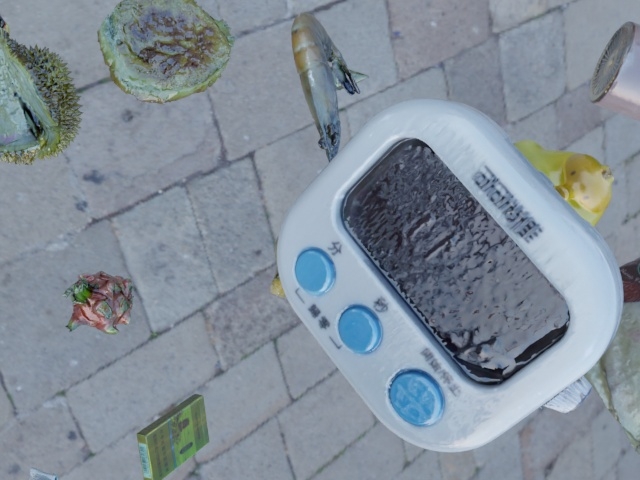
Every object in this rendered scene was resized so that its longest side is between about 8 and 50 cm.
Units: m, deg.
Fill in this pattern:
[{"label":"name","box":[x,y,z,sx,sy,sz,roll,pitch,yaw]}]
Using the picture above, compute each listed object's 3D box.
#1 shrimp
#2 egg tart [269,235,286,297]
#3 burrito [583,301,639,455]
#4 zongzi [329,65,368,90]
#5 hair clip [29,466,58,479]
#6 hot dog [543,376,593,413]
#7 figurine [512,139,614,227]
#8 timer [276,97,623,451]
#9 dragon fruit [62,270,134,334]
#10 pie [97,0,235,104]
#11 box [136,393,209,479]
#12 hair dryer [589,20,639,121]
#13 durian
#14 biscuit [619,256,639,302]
[{"label":"shrimp","box":[0.027,-0.225,1.168,0.198,0.051,0.261,13,60,-60]},{"label":"egg tart","box":[0.000,0.000,1.492,0.295,0.295,0.116,-29,82,-33]},{"label":"burrito","box":[0.462,0.182,1.063,0.175,0.347,0.107,-35,135,6]},{"label":"zongzi","box":[0.049,-0.399,1.823,0.131,0.154,0.062,-7,105,1]},{"label":"hair clip","box":[-0.480,0.490,1.309,0.071,0.159,0.218,-65,175,-45]},{"label":"hot dog","box":[0.496,0.214,1.414,0.075,0.144,0.268,38,58,3]},{"label":"figurine","box":[0.196,-0.019,0.793,0.247,0.131,0.156,-21,88,-5]},{"label":"timer","box":[0.099,0.029,0.619,0.237,0.262,0.087,-45,165,25]},{"label":"dragon fruit","box":[-0.495,0.135,1.630,0.236,0.135,0.137,-4,99,-80]},{"label":"pie","box":[-0.374,-0.488,1.846,0.288,0.103,0.354,43,60,-3]},{"label":"box","box":[-0.317,0.430,1.620,0.193,0.030,0.121,-28,118,-57]},{"label":"hair dryer","box":[0.461,-0.257,0.804,0.344,0.190,0.106,111,0,-47]},{"label":"durian","box":[-0.483,-0.233,1.202,0.138,0.194,0.237,28,55,-83]},{"label":"biscuit","box":[0.565,0.077,1.305,0.236,0.151,0.063,-26,124,-8]}]
